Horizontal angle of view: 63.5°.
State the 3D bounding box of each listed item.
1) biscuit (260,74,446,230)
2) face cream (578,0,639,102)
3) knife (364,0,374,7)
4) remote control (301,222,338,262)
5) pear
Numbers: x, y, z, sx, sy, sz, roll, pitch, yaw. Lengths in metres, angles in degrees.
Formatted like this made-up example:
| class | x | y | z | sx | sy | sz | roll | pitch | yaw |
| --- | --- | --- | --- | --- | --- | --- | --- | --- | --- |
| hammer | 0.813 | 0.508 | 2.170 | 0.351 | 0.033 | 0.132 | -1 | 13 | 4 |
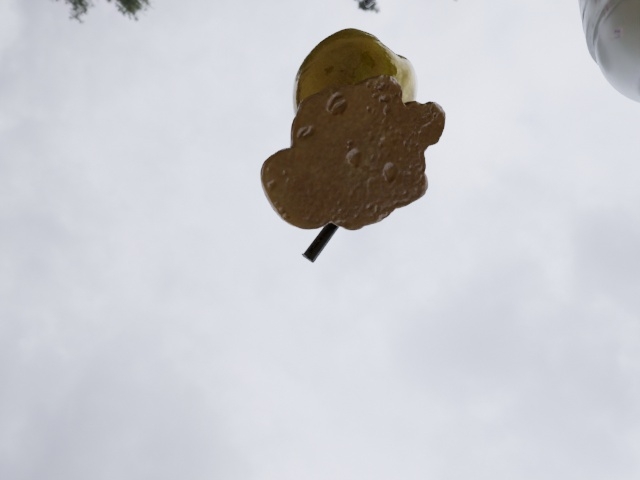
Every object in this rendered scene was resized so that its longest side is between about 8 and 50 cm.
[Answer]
| class | x | y | z | sx | sy | sz | roll | pitch | yaw |
| --- | --- | --- | --- | --- | --- | --- | --- | --- | --- |
| biscuit | 0.067 | -0.161 | 0.965 | 0.376 | 0.269 | 0.051 | -27 | -159 | -8 |
| face cream | 0.293 | -0.205 | 0.426 | 0.145 | 0.145 | 0.369 | -10 | -123 | 32 |
| knife | 0.141 | -0.616 | 1.249 | 0.222 | 0.046 | 0.021 | 170 | -79 | -74 |
| remote control | 0.000 | 0.000 | 1.013 | 0.034 | 0.016 | 0.091 | 32 | -99 | 26 |
| pear | 0.076 | -0.349 | 1.263 | 0.314 | 0.314 | 0.314 | -15 | -120 | 29 |
